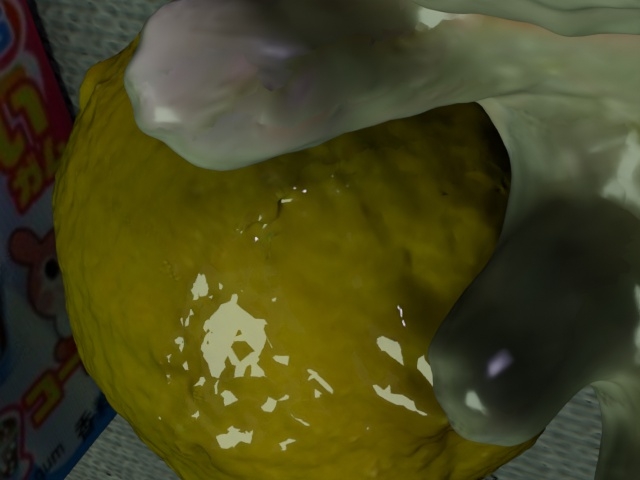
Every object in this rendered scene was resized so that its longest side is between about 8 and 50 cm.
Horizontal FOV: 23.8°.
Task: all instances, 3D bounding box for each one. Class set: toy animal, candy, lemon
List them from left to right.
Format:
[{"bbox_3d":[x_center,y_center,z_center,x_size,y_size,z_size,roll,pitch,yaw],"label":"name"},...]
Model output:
[{"bbox_3d":[-0.192,-0.004,0.756,0.100,0.157,0.306,14,138,30],"label":"candy"},{"bbox_3d":[0.000,0.000,0.551,0.231,0.192,0.192,50,163,50],"label":"lemon"},{"bbox_3d":[0.096,-0.031,0.388,0.188,0.266,0.307,-7,81,58],"label":"toy animal"}]

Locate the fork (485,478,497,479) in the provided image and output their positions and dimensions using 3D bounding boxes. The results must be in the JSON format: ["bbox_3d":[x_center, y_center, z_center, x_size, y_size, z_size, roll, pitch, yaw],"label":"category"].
[{"bbox_3d":[-0.009,0.080,0.799,0.219,0.028,0.034,32,148,9],"label":"fork"}]
